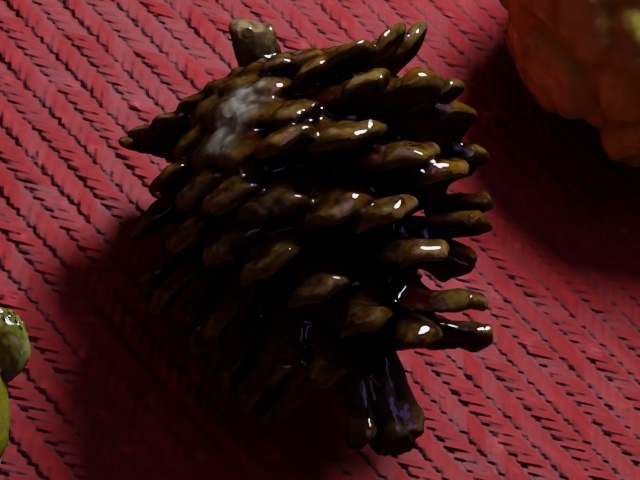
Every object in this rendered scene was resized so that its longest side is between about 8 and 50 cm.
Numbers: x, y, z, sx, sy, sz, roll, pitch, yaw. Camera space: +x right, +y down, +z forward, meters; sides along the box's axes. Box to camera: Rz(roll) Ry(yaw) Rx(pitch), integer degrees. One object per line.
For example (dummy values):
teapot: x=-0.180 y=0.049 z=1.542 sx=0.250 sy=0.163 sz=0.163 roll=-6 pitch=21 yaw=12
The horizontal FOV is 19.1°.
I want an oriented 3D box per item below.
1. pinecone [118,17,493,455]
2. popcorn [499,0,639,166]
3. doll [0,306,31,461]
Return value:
pinecone: x=-0.002 y=0.000 z=0.931 sx=0.168 sy=0.185 sz=0.212 roll=12 pitch=65 yaw=-34
popcorn: x=0.225 y=-0.148 z=1.143 sx=0.250 sy=0.190 sz=0.250 roll=23 pitch=39 yaw=-20
doll: x=-0.239 y=0.066 z=0.832 sx=0.209 sy=0.097 sz=0.137 roll=16 pitch=87 yaw=-3
